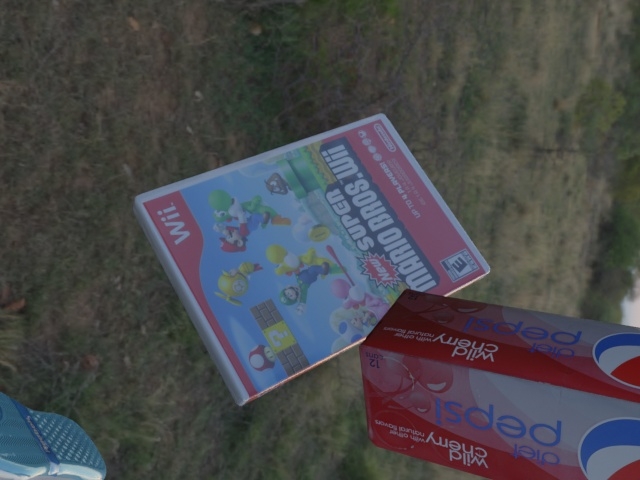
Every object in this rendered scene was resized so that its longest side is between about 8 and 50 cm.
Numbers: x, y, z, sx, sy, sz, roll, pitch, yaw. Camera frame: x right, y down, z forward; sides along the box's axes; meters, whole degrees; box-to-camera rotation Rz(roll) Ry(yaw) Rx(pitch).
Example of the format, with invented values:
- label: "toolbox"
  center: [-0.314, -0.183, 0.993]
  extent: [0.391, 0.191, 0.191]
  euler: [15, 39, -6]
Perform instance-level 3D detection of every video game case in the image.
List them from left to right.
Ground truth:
- label: "video game case"
  center: [0.000, 0.000, 0.657]
  extent: [0.285, 0.204, 0.025]
  euler: [-23, 163, -28]

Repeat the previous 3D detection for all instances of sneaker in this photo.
- label: "sneaker"
  center: [-0.389, 0.273, 0.755]
  extent: [0.208, 0.127, 0.319]
  euler: [-39, 150, -6]

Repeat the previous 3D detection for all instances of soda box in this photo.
- label: "soda box"
  center: [0.160, 0.106, 0.451]
  extent: [0.083, 0.263, 0.092]
  euler: [-42, 132, -51]
